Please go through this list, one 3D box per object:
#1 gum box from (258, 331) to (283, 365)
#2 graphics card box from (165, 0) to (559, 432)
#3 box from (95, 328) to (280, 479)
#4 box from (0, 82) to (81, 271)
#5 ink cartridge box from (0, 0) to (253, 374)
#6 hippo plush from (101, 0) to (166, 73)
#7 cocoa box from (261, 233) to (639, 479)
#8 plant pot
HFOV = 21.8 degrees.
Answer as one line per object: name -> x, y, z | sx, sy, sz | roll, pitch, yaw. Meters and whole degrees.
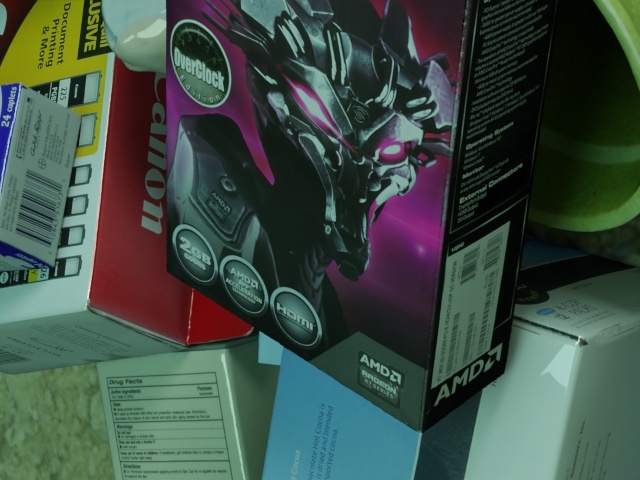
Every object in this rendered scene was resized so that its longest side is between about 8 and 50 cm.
gum box -> 0.000, 0.000, 1.284 | 0.041, 0.184, 0.157 | 6, 102, 14
graphics card box -> 0.015, -0.094, 0.973 | 0.233, 0.094, 0.371 | 30, 135, 31
box -> -0.082, 0.193, 1.406 | 0.148, 0.127, 0.232 | -5, 95, 36
box -> -0.265, -0.045, 1.282 | 0.137, 0.072, 0.126 | -5, 69, 36
ink cartridge box -> -0.182, -0.065, 1.362 | 0.272, 0.130, 0.309 | -11, 67, 33
hippo plush -> -0.059, -0.221, 1.251 | 0.294, 0.236, 0.234 | 12, 88, 24
cocoa box -> 0.106, 0.180, 1.216 | 0.228, 0.231, 0.347 | 19, 107, 32
plant pot -> 0.181, -0.191, 1.065 | 0.276, 0.254, 0.276 | 38, 155, 21
